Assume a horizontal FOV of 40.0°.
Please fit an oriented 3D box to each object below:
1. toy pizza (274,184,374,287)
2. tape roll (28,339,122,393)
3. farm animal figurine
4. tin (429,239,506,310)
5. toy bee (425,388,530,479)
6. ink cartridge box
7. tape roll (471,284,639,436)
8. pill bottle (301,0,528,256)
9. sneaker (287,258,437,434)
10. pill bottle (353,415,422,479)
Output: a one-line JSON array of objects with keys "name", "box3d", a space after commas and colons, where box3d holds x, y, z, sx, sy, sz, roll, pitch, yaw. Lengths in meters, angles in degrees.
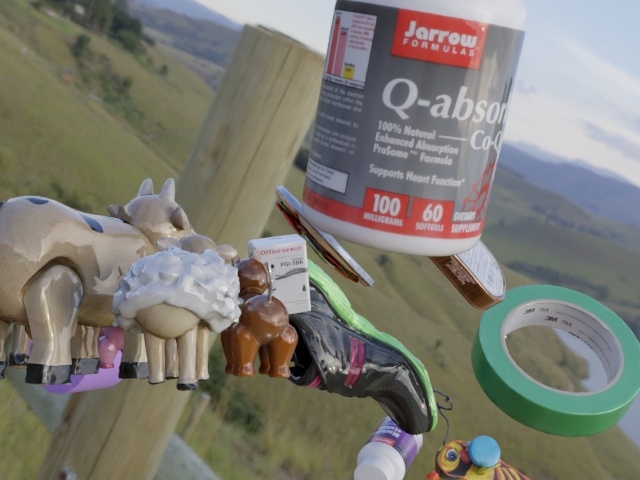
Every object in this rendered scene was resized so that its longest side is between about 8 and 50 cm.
[{"name": "toy pizza", "box3d": [0.000, 0.000, 1.257, 0.201, 0.032, 0.201, 46, 1, -1]}, {"name": "tape roll", "box3d": [-0.420, 0.122, 1.512, 0.090, 0.275, 0.275, -1, 25, -46]}, {"name": "farm animal figurine", "box3d": [-0.191, 0.027, 0.741, 0.330, 0.172, 0.327, 0, -5, 12]}, {"name": "tin", "box3d": [0.203, 0.019, 1.273, 0.189, 0.040, 0.106, 47, 29, -16]}, {"name": "toy bee", "box3d": [0.318, 0.507, 1.968, 0.298, 0.162, 0.195, 34, -27, 27]}, {"name": "ink cartridge box", "box3d": [-0.075, 0.064, 1.595, 0.099, 0.135, 0.056, -8, 13, -16]}, {"name": "tape roll", "box3d": [0.458, 0.226, 1.707, 0.321, 0.077, 0.321, 4, 44, -4]}, {"name": "pill bottle", "box3d": [0.107, -0.181, 0.963, 0.210, 0.363, 0.210, 9, 14, -2]}, {"name": "sneaker", "box3d": [0.034, 0.242, 1.778, 0.483, 0.202, 0.185, 42, -26, -8]}, {"name": "pill bottle", "box3d": [0.143, 0.468, 1.904, 0.108, 0.108, 0.193, 28, 27, 13]}]
